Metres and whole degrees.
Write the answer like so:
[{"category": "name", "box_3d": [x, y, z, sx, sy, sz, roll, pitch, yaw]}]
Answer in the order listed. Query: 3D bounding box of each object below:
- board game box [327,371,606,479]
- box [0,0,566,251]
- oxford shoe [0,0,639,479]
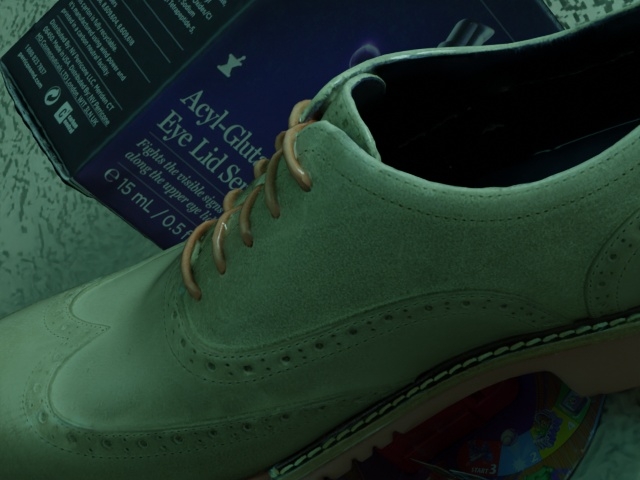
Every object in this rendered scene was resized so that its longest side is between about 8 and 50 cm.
[{"category": "board game box", "box_3d": [0.041, 0.055, 0.675, 0.169, 0.033, 0.133, 4, 65, 39]}, {"category": "box", "box_3d": [-0.015, -0.088, 0.728, 0.207, 0.153, 0.108, -44, 45, 7]}, {"category": "oxford shoe", "box_3d": [0.000, 0.000, 0.612, 0.397, 0.146, 0.140, -20, 40, 11]}]
